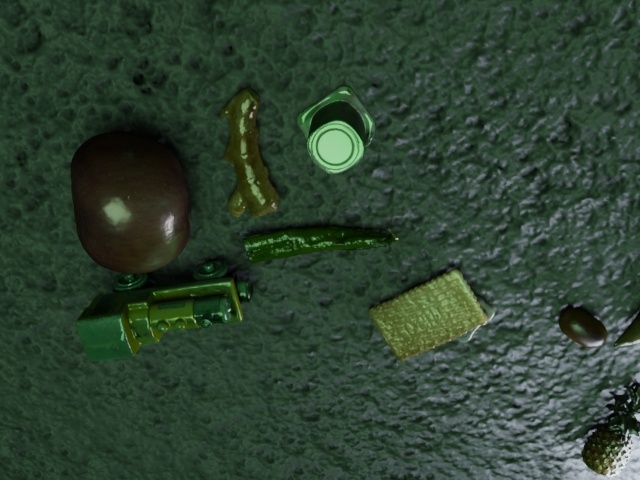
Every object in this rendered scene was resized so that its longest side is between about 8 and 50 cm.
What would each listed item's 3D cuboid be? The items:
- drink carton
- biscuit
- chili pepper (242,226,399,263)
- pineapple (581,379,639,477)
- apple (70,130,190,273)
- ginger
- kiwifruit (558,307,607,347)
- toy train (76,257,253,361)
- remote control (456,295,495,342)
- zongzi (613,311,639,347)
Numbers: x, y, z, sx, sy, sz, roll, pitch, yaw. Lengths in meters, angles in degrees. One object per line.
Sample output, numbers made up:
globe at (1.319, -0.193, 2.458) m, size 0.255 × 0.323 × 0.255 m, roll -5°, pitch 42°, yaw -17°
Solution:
drink carton at (0.035, -0.214, 1.698) m, size 0.146 × 0.142 × 0.144 m, roll -31°, pitch 112°, yaw 17°
biscuit at (0.252, 0.176, 1.927) m, size 0.250 × 0.030 × 0.160 m, roll -29°, pitch 101°, yaw 22°
chili pepper at (0.001, 0.000, 1.849) m, size 0.359 × 0.076 × 0.085 m, roll -7°, pitch 136°, yaw 12°
pineapple at (0.741, 0.460, 2.022) m, size 0.125 × 0.125 × 0.251 m, roll 20°, pitch 112°, yaw -6°
apple at (-0.399, -0.080, 1.725) m, size 0.235 × 0.306 × 0.305 m, roll -10°, pitch 119°, yaw -18°
ginger at (-0.153, -0.187, 1.770) m, size 0.118 × 0.065 × 0.299 m, roll -2°, pitch 115°, yaw 1°
kiwifruit at (0.614, 0.205, 1.914) m, size 0.124 × 0.075 × 0.075 m, roll 35°, pitch 115°, yaw -9°
toy train at (-0.340, 0.156, 1.863) m, size 0.369 × 0.237 × 0.150 m, roll -8°, pitch 114°, yaw 8°
remote control at (0.355, 0.188, 1.944) m, size 0.074 × 0.032 × 0.122 m, roll 34°, pitch 114°, yaw -12°
zongzi at (0.756, 0.164, 1.881) m, size 0.176 × 0.078 × 0.160 m, roll -10°, pitch 111°, yaw 13°
